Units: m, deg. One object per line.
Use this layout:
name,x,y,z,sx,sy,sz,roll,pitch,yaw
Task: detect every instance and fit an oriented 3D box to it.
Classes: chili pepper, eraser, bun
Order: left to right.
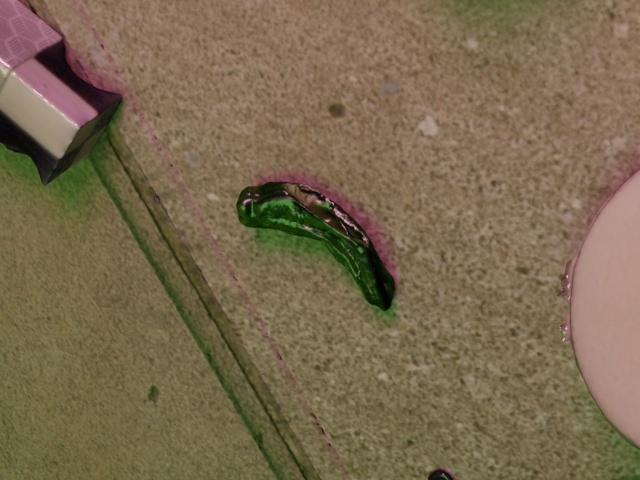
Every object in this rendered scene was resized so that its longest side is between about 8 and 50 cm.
eraser,-0.385,-0.227,1.138,0.404,0.096,0.098,41,126,0
chili pepper,0.005,-0.003,1.109,0.182,0.050,0.073,36,120,-1
bun,0.343,0.056,0.911,0.263,0.175,0.263,-13,72,47

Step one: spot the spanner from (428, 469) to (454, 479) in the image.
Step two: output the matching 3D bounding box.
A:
spanner,0.183,0.325,1.235,0.046,0.012,0.208,-34,100,37
